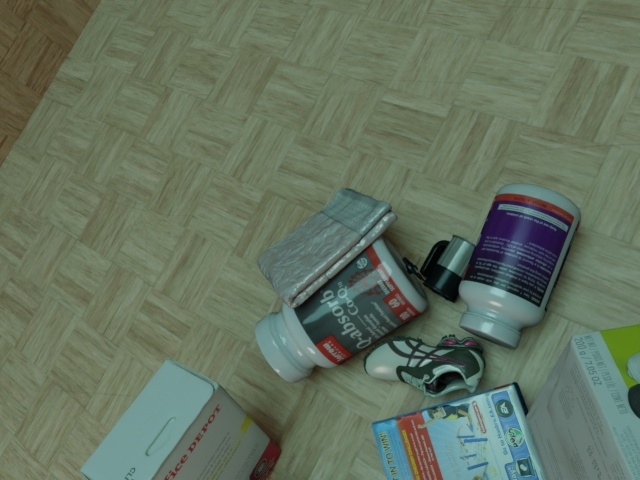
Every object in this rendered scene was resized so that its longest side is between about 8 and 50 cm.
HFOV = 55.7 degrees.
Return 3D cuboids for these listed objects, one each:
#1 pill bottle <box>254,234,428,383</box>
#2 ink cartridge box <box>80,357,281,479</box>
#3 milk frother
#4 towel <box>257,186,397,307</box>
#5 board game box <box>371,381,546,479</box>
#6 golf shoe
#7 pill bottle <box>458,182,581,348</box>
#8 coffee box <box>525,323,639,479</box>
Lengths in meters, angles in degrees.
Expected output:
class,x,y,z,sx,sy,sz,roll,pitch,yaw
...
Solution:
class,x,y,z,sx,sy,sz,roll,pitch,yaw
pill bottle,0.044,0.163,1.396,0.363,0.210,0.210,-35,59,11
ink cartridge box,-0.275,0.471,1.297,0.161,0.384,0.279,18,60,32
milk frother,0.272,0.045,1.366,0.129,0.143,0.134,30,86,37
towel,0.000,0.000,1.439,0.317,0.053,0.332,-41,19,-4
board game box,0.292,0.470,1.196,0.302,0.086,0.308,-21,73,19
golf shoe,0.214,0.274,1.306,0.273,0.105,0.120,-11,31,24
pill bottle,0.406,0.054,1.271,0.182,0.181,0.322,19,80,31
coffee box,0.554,0.337,0.906,0.335,0.338,0.337,-8,52,-1
